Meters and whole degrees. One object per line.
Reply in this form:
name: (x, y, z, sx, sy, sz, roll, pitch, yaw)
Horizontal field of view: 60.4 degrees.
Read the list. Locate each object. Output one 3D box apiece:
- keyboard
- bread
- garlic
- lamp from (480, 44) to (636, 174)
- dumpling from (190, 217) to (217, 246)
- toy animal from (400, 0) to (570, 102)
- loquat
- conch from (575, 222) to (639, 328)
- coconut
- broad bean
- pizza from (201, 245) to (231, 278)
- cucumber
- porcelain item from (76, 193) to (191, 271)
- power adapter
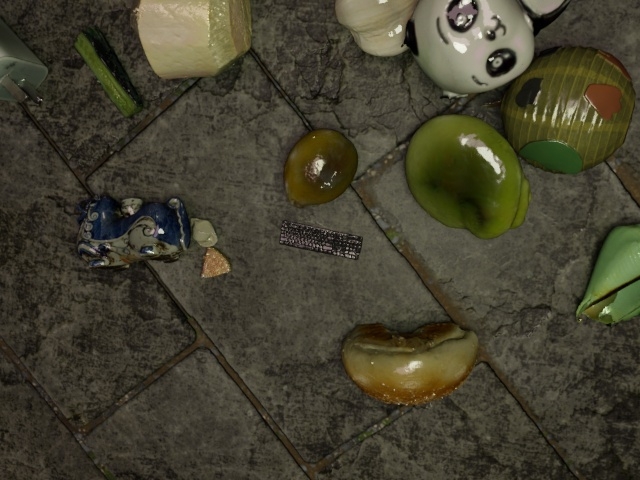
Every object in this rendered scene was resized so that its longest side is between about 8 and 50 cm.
keyboard: (0.000, 0.000, 1.291, 0.195, 0.018, 0.060, 11, 102, 7)
bread: (0.198, 0.277, 1.211, 0.314, 0.192, 0.171, -4, 96, 9)
garlic: (0.109, -0.515, 1.119, 0.203, 0.184, 0.281, -9, 99, 32)
lamp: (0.457, -0.258, 1.079, 0.284, 0.250, 0.250, 17, 101, 29)
dumpling: (-0.281, -0.019, 1.321, 0.076, 0.057, 0.052, 12, 56, -6)
toy animal: (0.308, -0.423, 1.041, 0.251, 0.251, 0.310, 44, 83, 1)
loquat: (-0.004, -0.155, 1.205, 0.152, 0.152, 0.195, 36, 89, 2)
conch: (0.647, 0.080, 1.141, 0.143, 0.137, 0.251, 13, 100, 6)
coconut: (-0.282, -0.466, 1.161, 0.244, 0.239, 0.239, 1, 98, 8)
broad bean: (0.302, -0.127, 1.148, 0.291, 0.119, 0.238, 51, 134, -5)
pizza: (-0.261, 0.060, 1.335, 0.078, 0.025, 0.083, -42, 83, 7)
cucumber: (-0.486, -0.394, 1.292, 0.078, 0.062, 0.211, -28, 101, 45)
porcelain item: (-0.447, -0.028, 1.309, 0.288, 0.138, 0.186, -11, 79, 15)
power adapter: (-0.747, -0.409, 1.261, 0.124, 0.187, 0.255, -42, 91, 13)
